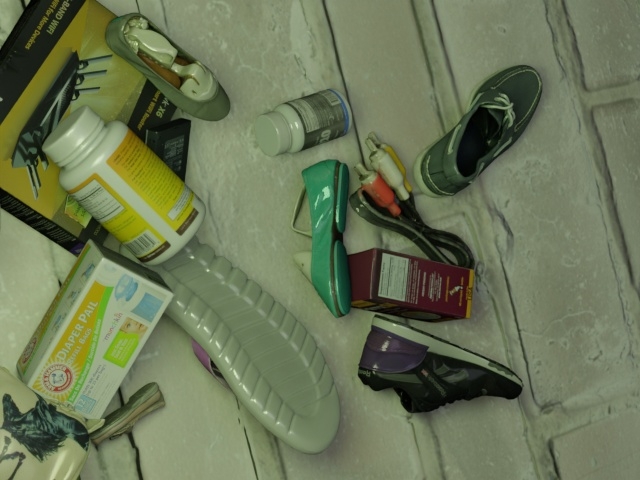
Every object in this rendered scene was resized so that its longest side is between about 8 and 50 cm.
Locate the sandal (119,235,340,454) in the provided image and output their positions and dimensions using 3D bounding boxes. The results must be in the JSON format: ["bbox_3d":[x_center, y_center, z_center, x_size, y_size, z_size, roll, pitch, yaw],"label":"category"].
[{"bbox_3d":[-0.129,0.137,1.985,0.416,0.102,0.169,49,46,-1],"label":"sandal"}]

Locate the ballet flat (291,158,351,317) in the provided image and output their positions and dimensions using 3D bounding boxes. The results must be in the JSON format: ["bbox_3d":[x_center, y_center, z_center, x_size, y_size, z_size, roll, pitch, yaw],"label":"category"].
[{"bbox_3d":[0.000,0.000,2.093,0.083,0.087,0.247,37,50,-67],"label":"ballet flat"}]

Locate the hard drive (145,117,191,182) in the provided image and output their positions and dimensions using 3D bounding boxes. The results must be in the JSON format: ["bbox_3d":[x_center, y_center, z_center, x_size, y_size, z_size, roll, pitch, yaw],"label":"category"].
[{"bbox_3d":[-0.218,-0.097,1.943,0.094,0.022,0.135,-31,133,-61],"label":"hard drive"}]

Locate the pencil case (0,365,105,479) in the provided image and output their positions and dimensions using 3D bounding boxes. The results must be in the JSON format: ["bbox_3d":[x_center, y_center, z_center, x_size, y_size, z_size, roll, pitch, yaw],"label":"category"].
[{"bbox_3d":[-0.464,0.172,1.664,0.410,0.160,0.183,44,54,-18],"label":"pencil case"}]

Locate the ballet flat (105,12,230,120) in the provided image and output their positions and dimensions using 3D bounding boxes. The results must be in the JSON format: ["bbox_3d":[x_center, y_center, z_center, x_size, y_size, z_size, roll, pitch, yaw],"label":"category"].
[{"bbox_3d":[-0.201,-0.237,1.916,0.213,0.068,0.072,36,65,-23],"label":"ballet flat"}]

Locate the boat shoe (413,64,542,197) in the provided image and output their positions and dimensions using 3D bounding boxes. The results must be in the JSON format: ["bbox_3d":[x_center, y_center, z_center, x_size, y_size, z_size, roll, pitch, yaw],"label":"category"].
[{"bbox_3d":[0.282,-0.185,2.276,0.319,0.099,0.116,-44,105,-29],"label":"boat shoe"}]

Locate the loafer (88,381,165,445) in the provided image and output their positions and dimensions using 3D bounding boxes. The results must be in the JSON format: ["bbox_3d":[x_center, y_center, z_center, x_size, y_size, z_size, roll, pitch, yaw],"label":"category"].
[{"bbox_3d":[-0.263,0.246,1.913,0.125,0.045,0.039,-41,110,-32],"label":"loafer"}]

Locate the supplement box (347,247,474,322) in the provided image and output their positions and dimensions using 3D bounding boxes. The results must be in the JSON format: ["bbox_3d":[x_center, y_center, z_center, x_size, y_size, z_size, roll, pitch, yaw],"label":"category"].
[{"bbox_3d":[0.131,0.072,2.141,0.188,0.104,0.081,12,76,-29],"label":"supplement box"}]

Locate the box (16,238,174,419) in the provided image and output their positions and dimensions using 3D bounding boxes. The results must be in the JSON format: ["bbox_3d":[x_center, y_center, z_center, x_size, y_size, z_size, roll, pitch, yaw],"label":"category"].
[{"bbox_3d":[-0.300,0.119,1.832,0.114,0.103,0.203,29,93,-24],"label":"box"}]

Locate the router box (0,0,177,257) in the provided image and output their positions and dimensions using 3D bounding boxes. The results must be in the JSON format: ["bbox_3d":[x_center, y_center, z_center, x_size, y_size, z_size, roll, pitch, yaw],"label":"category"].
[{"bbox_3d":[-0.346,-0.170,1.905,0.243,0.081,0.309,35,66,-23],"label":"router box"}]

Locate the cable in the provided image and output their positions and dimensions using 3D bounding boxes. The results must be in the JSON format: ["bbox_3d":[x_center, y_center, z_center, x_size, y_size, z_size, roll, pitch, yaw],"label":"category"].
[{"bbox_3d":[0.147,-0.035,2.175,0.287,0.072,0.139,44,38,-15],"label":"cable"}]

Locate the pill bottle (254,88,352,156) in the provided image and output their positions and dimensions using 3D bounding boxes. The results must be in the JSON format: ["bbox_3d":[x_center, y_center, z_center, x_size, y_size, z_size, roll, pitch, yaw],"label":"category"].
[{"bbox_3d":[-0.027,-0.177,2.102,0.137,0.078,0.078,-22,94,-31],"label":"pill bottle"}]

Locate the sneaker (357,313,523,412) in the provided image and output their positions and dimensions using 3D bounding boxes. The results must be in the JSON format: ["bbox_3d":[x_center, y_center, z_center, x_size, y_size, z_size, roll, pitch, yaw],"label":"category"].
[{"bbox_3d":[0.180,0.217,2.167,0.283,0.107,0.124,23,86,-22],"label":"sneaker"}]

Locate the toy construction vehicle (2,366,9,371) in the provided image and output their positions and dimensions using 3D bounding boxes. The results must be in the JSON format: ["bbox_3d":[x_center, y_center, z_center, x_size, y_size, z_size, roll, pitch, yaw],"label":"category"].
[{"bbox_3d":[-0.406,0.227,1.838,0.098,0.035,0.086,41,73,-19],"label":"toy construction vehicle"}]

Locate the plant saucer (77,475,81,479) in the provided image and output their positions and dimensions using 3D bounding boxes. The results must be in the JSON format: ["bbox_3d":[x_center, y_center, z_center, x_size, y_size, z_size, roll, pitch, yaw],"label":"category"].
[{"bbox_3d":[-0.418,0.343,1.787,0.241,0.037,0.241,2,86,-25],"label":"plant saucer"}]

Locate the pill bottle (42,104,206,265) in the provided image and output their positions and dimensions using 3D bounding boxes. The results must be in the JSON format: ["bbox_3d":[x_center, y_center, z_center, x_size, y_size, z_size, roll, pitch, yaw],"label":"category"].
[{"bbox_3d":[-0.260,-0.075,1.826,0.215,0.117,0.117,46,62,-21],"label":"pill bottle"}]
